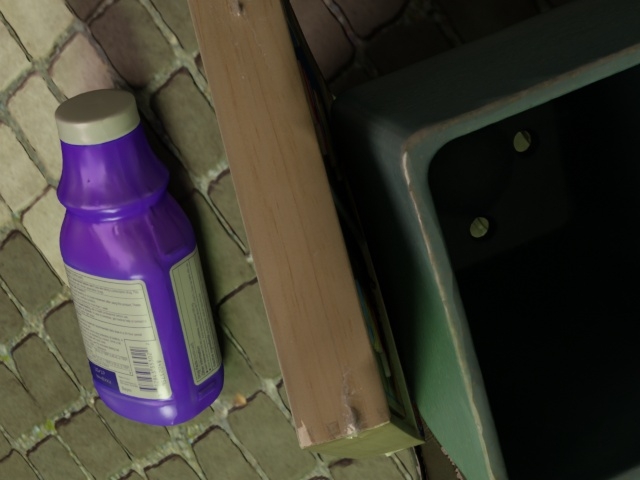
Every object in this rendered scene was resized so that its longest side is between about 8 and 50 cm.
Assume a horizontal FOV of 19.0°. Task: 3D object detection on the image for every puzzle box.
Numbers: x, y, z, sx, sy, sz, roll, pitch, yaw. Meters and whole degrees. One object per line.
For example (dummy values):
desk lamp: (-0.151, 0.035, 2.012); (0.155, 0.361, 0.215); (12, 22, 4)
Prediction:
puzzle box: (0.000, 0.000, 1.193); (0.409, 0.052, 0.272); (51, -156, -81)

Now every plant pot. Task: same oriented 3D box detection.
plant pot: (0.138, -0.017, 1.156); (0.252, 0.248, 0.247); (36, 146, 64)

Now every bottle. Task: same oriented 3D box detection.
bottle: (-0.157, 0.015, 1.587); (0.118, 0.092, 0.283); (13, 125, 38)

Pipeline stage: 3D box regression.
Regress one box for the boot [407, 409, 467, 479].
boot: (0.160, 0.157, 1.376); (0.229, 0.091, 0.263); (-23, 98, 51)
